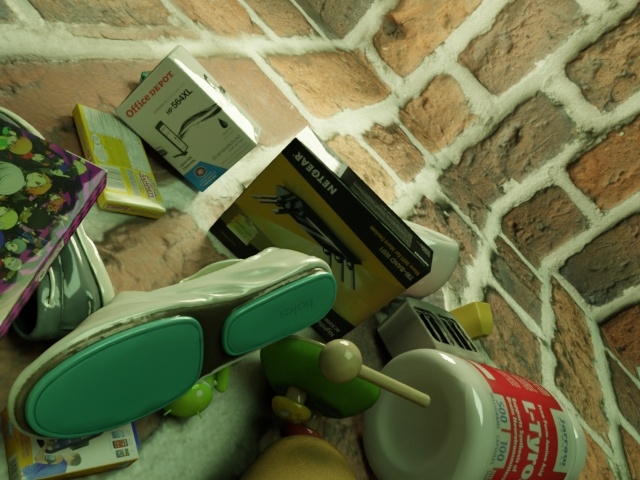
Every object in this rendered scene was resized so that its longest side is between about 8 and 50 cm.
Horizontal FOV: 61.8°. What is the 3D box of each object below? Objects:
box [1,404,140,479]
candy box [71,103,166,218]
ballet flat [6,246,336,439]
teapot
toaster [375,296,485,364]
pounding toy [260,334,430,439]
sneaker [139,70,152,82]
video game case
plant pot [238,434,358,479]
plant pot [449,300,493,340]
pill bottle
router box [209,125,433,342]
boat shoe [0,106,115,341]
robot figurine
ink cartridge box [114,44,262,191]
[{"bbox_3d":[-0.250,0.202,0.557,0.136,0.028,0.081,8,48,-48],"label":"box"},{"bbox_3d":[-0.325,-0.128,0.859,0.105,0.027,0.205,14,43,-52],"label":"candy box"},{"bbox_3d":[-0.156,0.096,0.623,0.400,0.139,0.139,-19,69,-41],"label":"ballet flat"},{"bbox_3d":[0.165,0.055,1.157,0.256,0.187,0.252,14,11,-21],"label":"teapot"},{"bbox_3d":[0.216,0.212,1.070,0.168,0.110,0.185,22,26,-36],"label":"toaster"},{"bbox_3d":[-0.002,0.218,0.725,0.183,0.237,0.110,40,58,-24],"label":"pounding toy"},{"bbox_3d":[-0.305,-0.272,1.047,0.076,0.065,0.166,-9,56,-38],"label":"sneaker"},{"bbox_3d":[-0.367,-0.027,0.532,0.210,0.042,0.232,28,57,-11],"label":"video game case"},{"bbox_3d":[-0.027,0.328,0.541,0.237,0.237,0.254,42,13,-12],"label":"plant pot"},{"bbox_3d":[0.397,0.212,1.382,0.081,0.081,0.083,14,55,-46],"label":"plant pot"},{"bbox_3d":[0.284,0.332,0.917,0.408,0.229,0.229,23,37,-38],"label":"pill bottle"},{"bbox_3d":[0.000,0.000,0.924,0.309,0.243,0.081,44,29,-7],"label":"router box"},{"bbox_3d":[-0.352,-0.027,0.610,0.319,0.116,0.099,58,26,8],"label":"boat shoe"},{"bbox_3d":[-0.166,0.168,0.670,0.101,0.067,0.115,8,44,-14],"label":"robot figurine"},{"bbox_3d":[-0.228,-0.210,0.938,0.203,0.148,0.086,43,25,-23],"label":"ink cartridge box"}]
